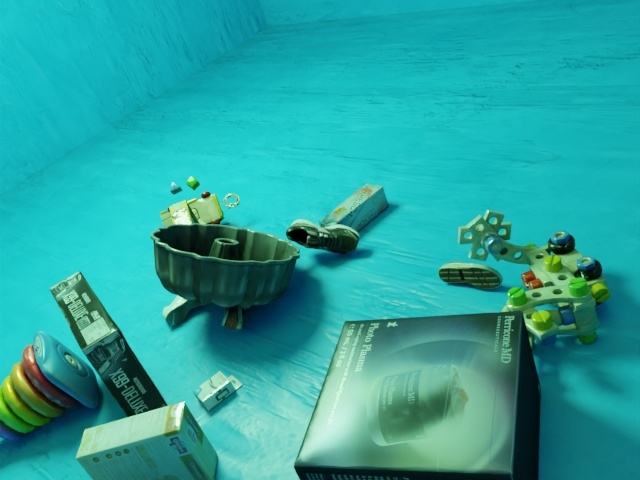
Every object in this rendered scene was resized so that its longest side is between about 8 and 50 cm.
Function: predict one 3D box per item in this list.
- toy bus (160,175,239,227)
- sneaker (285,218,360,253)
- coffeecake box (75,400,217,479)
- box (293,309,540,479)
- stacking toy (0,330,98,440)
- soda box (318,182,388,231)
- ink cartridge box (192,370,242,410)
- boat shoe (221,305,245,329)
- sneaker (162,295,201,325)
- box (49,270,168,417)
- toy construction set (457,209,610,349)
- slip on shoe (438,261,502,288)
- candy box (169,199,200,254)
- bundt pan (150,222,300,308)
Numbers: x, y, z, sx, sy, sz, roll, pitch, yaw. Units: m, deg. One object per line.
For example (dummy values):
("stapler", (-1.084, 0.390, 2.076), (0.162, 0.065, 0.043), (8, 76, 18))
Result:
("toy bus", (-0.338, -0.060, 1.905), (0.202, 0.104, 0.191), (23, 78, 11))
("sneaker", (0.000, 0.000, 1.589), (0.178, 0.072, 0.077), (8, 17, 20))
("coffeecake box", (-0.290, 0.366, 1.164), (0.186, 0.142, 0.068), (-17, 31, 8))
("box", (0.158, 0.265, 1.006), (0.294, 0.182, 0.296), (-6, 34, 23))
("stacking toy", (-0.634, 0.351, 1.433), (0.302, 0.165, 0.175), (-41, 37, -4))
("soda box", (0.084, -0.067, 1.686), (0.183, 0.063, 0.058), (-39, 35, -27))
("ink cartridge box", (-0.201, 0.288, 1.342), (0.083, 0.028, 0.048), (-35, 33, -22))
("boat shoe", (-0.188, 0.158, 1.526), (0.043, 0.049, 0.137), (18, 18, -5))
("sneaker", (-0.310, 0.138, 1.624), (0.152, 0.053, 0.061), (-33, 30, -18))
("box", (-0.423, 0.223, 1.379), (0.076, 0.242, 0.307), (-33, 32, -18))
("toy construction set", (0.377, 0.073, 1.217), (0.215, 0.151, 0.327), (-21, 41, 3))
("slip on shoe", (0.301, 0.065, 1.362), (0.135, 0.051, 0.041), (0, 25, 42))
("candy box", (-0.327, 0.000, 1.743), (0.053, 0.109, 0.186), (-24, 51, -2))
("bundt pan", (-0.214, 0.059, 1.516), (0.331, 0.124, 0.331), (9, 11, -2))
